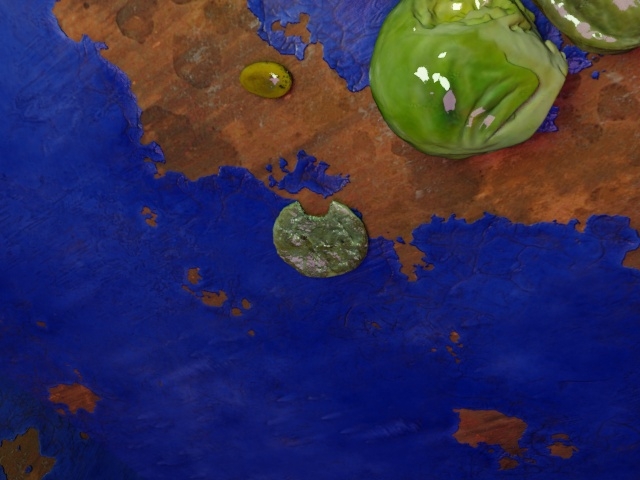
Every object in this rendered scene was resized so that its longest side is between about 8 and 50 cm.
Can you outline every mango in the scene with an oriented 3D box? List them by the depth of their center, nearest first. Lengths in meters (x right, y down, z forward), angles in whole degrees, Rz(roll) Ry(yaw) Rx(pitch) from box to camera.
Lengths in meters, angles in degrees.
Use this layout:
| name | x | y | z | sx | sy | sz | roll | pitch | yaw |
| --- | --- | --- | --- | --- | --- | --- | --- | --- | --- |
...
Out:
| name | x | y | z | sx | sy | sz | roll | pitch | yaw |
| --- | --- | --- | --- | --- | --- | --- | --- | --- | --- |
| mango | -0.113 | -0.330 | 1.326 | 0.114 | 0.057 | 0.079 | 5 | 135 | 20 |

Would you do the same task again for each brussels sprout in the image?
| name | x | y | z | sx | sy | sz | roll | pitch | yaw |
| --- | --- | --- | --- | --- | --- | --- | --- | --- | --- |
| brussels sprout | 0.253 | -0.292 | 1.128 | 0.343 | 0.268 | 0.344 | 3 | 114 | 7 |

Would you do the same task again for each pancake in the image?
| name | x | y | z | sx | sy | sz | roll | pitch | yaw |
| --- | --- | --- | --- | --- | --- | --- | --- | --- | --- |
| pancake | 0.000 | 0.000 | 1.592 | 0.253 | 0.037 | 0.254 | 7 | 131 | 8 |

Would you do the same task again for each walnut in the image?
| name | x | y | z | sx | sy | sz | roll | pitch | yaw |
| --- | --- | --- | --- | --- | --- | --- | --- | --- | --- |
| walnut | 0.447 | -0.427 | 0.992 | 0.282 | 0.227 | 0.283 | -1 | 85 | 7 |
